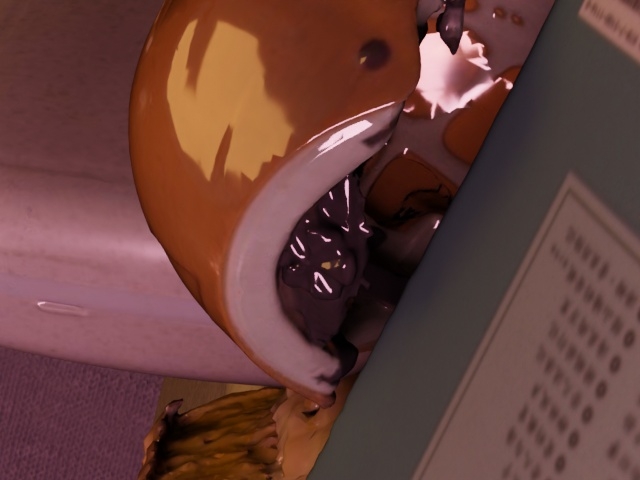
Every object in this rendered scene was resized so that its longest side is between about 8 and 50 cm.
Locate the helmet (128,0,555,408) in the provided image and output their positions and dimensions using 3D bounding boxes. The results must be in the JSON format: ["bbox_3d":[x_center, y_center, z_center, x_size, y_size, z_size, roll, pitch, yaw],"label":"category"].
[{"bbox_3d":[0.015,-0.060,0.558,0.224,0.130,0.198,-39,-25,-40],"label":"helmet"}]

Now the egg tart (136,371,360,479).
[{"bbox_3d":[-0.044,0.198,0.779,0.352,0.150,0.352,-164,90,-84],"label":"egg tart"}]

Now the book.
[{"bbox_3d":[0.062,0.080,0.407,0.379,0.031,0.264,-64,23,19],"label":"book"}]

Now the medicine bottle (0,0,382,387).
[{"bbox_3d":[-0.049,-0.089,0.800,0.375,0.282,0.123,-73,-14,-47],"label":"medicine bottle"}]

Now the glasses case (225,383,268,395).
[{"bbox_3d":[0.000,0.000,1.004,0.125,0.076,0.327,-119,45,-73],"label":"glasses case"}]
